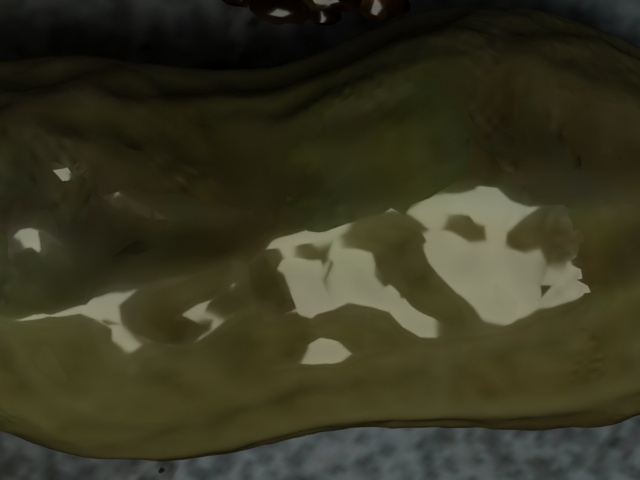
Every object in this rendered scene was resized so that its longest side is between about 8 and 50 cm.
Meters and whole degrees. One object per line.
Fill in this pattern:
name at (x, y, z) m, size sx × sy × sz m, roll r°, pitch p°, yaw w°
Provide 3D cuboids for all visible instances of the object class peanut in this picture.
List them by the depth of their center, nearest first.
peanut at (0.000, 0.000, 0.432) m, size 0.214 × 0.090 × 0.098 m, roll -6°, pitch 161°, yaw -7°

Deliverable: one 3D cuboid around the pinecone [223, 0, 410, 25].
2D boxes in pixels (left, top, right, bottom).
pinecone at (0.004, -0.092, 0.381) m, size 0.102 × 0.102 × 0.109 m, roll 25°, pitch 124°, yaw -22°
